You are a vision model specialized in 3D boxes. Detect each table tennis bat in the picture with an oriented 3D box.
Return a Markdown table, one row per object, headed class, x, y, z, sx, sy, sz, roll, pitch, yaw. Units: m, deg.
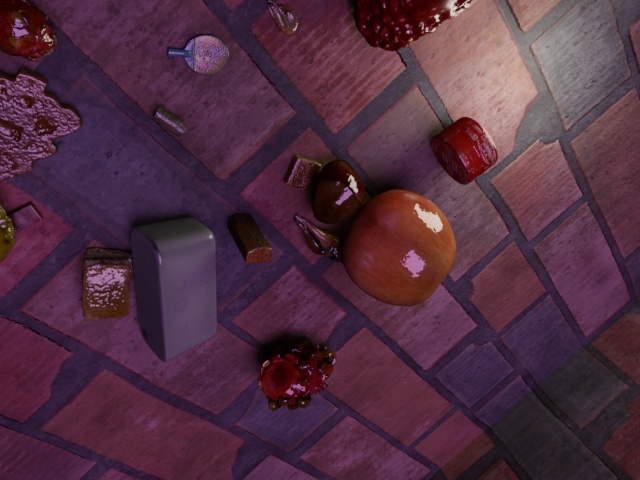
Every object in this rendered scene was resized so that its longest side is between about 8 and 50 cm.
| class | x | y | z | sx | sy | sz | roll | pitch | yaw |
| --- | --- | --- | --- | --- | --- | --- | --- | --- | --- |
| table tennis bat | -0.308 | -0.471 | 1.394 | 0.155 | 0.019 | 0.100 | -3 | 121 | -26 |

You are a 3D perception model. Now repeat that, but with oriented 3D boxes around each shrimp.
| class | x | y | z | sx | sy | sz | roll | pitch | yaw |
| --- | --- | --- | --- | --- | --- | --- | --- | --- | --- |
| shrimp | -0.095 | -0.585 | 1.422 | 0.059 | 0.023 | 0.108 | -42 | 128 | -8 |

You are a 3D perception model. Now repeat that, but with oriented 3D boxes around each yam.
| class | x | y | z | sx | sy | sz | roll | pitch | yaw |
| --- | --- | --- | --- | --- | --- | --- | --- | --- | --- |
| yam | -0.394 | -0.310 | 1.437 | 0.094 | 0.043 | 0.043 | 32 | 102 | -35 |

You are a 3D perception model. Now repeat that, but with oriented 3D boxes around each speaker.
| class | x | y | z | sx | sy | sz | roll | pitch | yaw |
| --- | --- | --- | --- | --- | --- | --- | --- | --- | --- |
| speaker | -0.419 | 0.136 | 1.604 | 0.184 | 0.183 | 0.406 | -19 | 128 | -37 |

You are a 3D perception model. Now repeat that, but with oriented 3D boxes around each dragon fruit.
| class | x | y | z | sx | sy | sz | roll | pitch | yaw |
| --- | --- | --- | --- | --- | --- | --- | --- | --- | --- |
| dragon fruit | -0.691 | -0.457 | 1.168 | 0.246 | 0.125 | 0.125 | 3 | 89 | -5 |
| dragon fruit | -0.073 | 0.471 | 1.952 | 0.307 | 0.243 | 0.227 | -16 | 87 | -11 |

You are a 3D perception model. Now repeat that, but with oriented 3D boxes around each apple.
| class | x | y | z | sx | sy | sz | roll | pitch | yaw |
| --- | --- | --- | --- | --- | --- | --- | --- | --- | --- |
| apple | 0.254 | 0.033 | 1.743 | 0.364 | 0.364 | 0.363 | -12 | 124 | -18 |

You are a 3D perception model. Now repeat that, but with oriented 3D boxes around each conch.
| class | x | y | z | sx | sy | sz | roll | pitch | yaw |
| --- | --- | --- | --- | --- | --- | --- | --- | --- | --- |
| conch | -0.002 | 0.005 | 1.798 | 0.233 | 0.086 | 0.080 | 23 | 148 | -21 |

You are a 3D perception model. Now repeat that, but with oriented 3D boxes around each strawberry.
| class | x | y | z | sx | sy | sz | roll | pitch | yaw |
| --- | --- | --- | --- | --- | --- | --- | --- | --- | --- |
| strawberry | 0.233 | -0.648 | 1.396 | 0.317 | 0.295 | 0.345 | 36 | 132 | -1 |

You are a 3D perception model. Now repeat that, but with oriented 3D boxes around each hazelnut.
| class | x | y | z | sx | sy | sz | roll | pitch | yaw |
| --- | --- | --- | --- | --- | --- | --- | --- | --- | --- |
| hazelnut | 0.044 | -0.140 | 1.675 | 0.170 | 0.160 | 0.201 | -11 | 156 | -36 |

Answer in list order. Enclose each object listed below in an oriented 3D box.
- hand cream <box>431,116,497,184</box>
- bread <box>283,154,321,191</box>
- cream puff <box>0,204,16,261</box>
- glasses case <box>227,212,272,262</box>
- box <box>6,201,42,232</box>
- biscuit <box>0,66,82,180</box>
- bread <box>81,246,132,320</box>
| class | x | y | z | sx | sy | sz | roll | pitch | yaw |
| --- | --- | --- | --- | --- | --- | --- | --- | --- | --- |
| hand cream | 0.458 | -0.286 | 1.759 | 0.125 | 0.193 | 0.193 | -34 | 128 | -5 |
| bread | -0.054 | -0.202 | 1.667 | 0.090 | 0.035 | 0.094 | 13 | 113 | -31 |
| cream puff | -0.871 | -0.012 | 1.302 | 0.282 | 0.185 | 0.281 | -8 | 122 | -13 |
| glasses case | -0.207 | -0.011 | 1.598 | 0.075 | 0.218 | 0.049 | -3 | 120 | -24 |
| box | -0.771 | -0.059 | 1.426 | 0.082 | 0.023 | 0.051 | -28 | 126 | -7 |
| biscuit | -0.740 | -0.266 | 1.300 | 0.278 | 0.043 | 0.301 | 26 | 107 | -37 |
| bread | -0.608 | 0.126 | 1.568 | 0.138 | 0.102 | 0.196 | 1 | 117 | -29 |
